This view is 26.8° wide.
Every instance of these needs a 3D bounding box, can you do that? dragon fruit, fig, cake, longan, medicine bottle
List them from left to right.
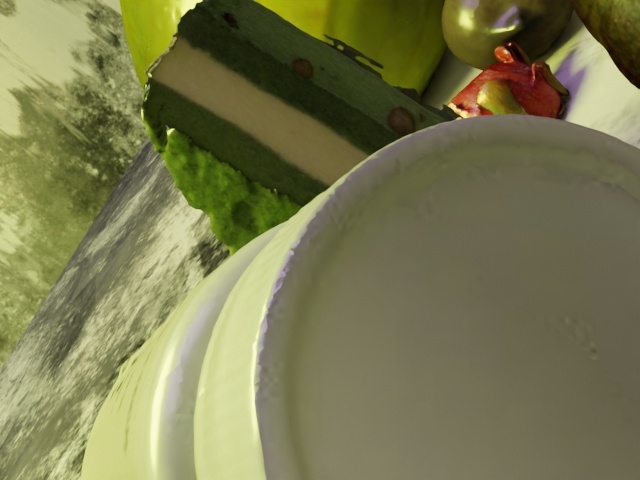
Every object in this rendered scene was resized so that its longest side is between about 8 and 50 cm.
[{"bbox_3d":[-0.032,-0.211,1.260,0.343,0.343,0.343,-47,18,21],"label":"fig"},{"bbox_3d":[-0.004,-0.004,0.833,0.172,0.283,0.158,-48,15,42],"label":"cake"},{"bbox_3d":[0.019,0.095,0.581,0.211,0.211,0.371,-60,7,-22],"label":"medicine bottle"},{"bbox_3d":[0.127,-0.095,1.014,0.112,0.068,0.126,-29,28,54],"label":"dragon fruit"},{"bbox_3d":[0.151,-0.183,1.079,0.113,0.092,0.113,-24,23,11],"label":"longan"}]

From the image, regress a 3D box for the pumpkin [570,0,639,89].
[{"bbox_3d":[0.193,-0.217,0.873,0.148,0.169,0.312,-50,15,39],"label":"pumpkin"}]
